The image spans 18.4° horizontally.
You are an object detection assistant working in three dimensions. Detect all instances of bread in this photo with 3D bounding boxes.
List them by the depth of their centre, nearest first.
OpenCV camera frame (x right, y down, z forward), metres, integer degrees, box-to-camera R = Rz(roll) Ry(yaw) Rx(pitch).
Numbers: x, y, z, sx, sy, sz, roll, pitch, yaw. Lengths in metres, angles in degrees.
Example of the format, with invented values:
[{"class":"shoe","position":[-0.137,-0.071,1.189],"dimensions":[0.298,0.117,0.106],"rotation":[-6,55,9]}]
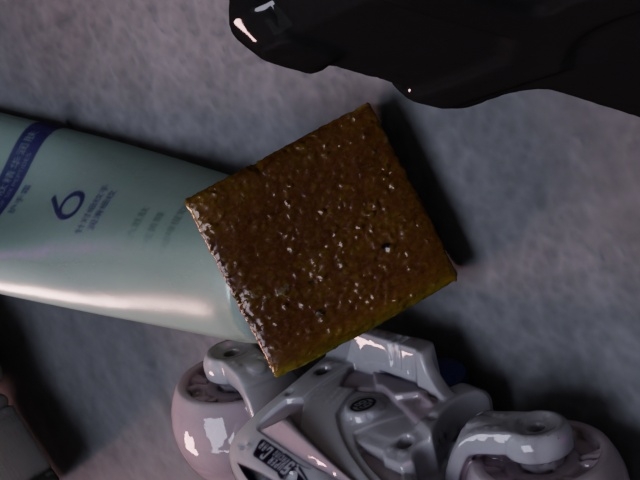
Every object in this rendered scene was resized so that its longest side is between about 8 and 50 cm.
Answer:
[{"class":"bread","position":[0.000,0.000,0.871],"dimensions":[0.090,0.094,0.035],"rotation":[62,180,-5]}]

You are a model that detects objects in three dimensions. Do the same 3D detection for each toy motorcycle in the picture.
[{"class":"toy motorcycle","position":[0.021,0.102,0.898],"dimensions":[0.254,0.112,0.112],"rotation":[10,120,41]}]

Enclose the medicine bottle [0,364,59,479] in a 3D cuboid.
[{"class":"medicine bottle","position":[-0.271,0.065,1.150],"dimensions":[0.258,0.143,0.143],"rotation":[56,140,2]}]

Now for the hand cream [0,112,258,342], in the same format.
[{"class":"hand cream","position":[-0.131,-0.010,1.007],"dimensions":[0.321,0.109,0.067],"rotation":[12,156,39]}]

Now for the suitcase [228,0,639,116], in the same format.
[{"class":"suitcase","position":[0.138,-0.074,0.554],"dimensions":[0.206,0.285,0.066],"rotation":[-15,69,49]}]
